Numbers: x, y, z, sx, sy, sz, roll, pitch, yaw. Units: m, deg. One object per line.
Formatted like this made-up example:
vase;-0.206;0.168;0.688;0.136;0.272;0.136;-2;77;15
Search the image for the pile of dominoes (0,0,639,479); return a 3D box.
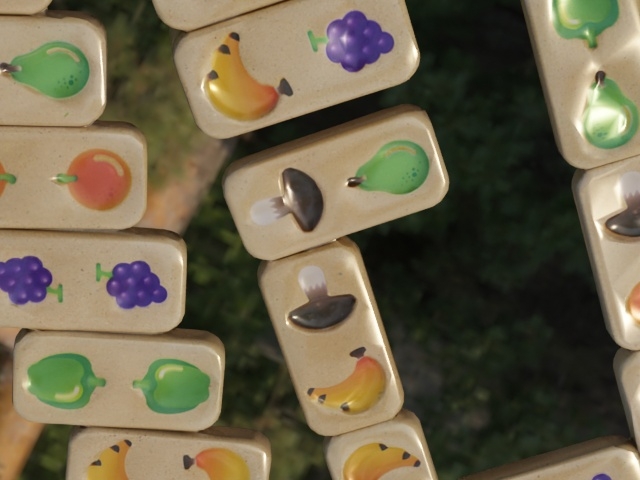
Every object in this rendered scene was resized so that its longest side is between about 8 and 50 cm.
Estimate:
pile of dominoes;0.000;0.000;0.410;0.040;0.196;0.251;-101;-7;-67
